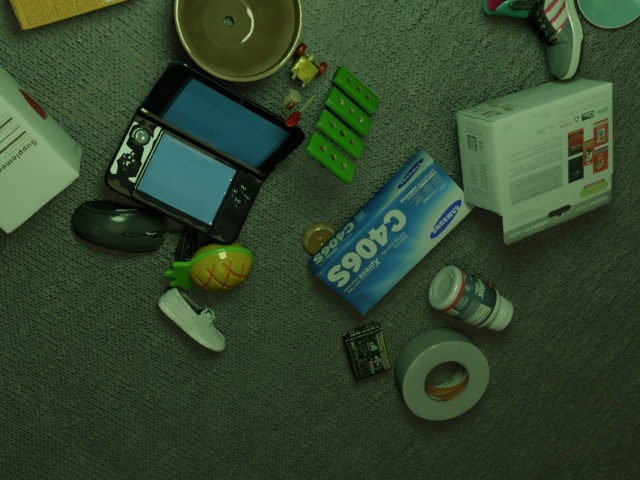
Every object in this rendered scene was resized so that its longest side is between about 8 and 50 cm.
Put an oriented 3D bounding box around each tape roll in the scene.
[{"bbox_3d":[0.290,0.320,1.943,0.219,0.072,0.219,-5,114,-11],"label":"tape roll"}]

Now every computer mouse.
[{"bbox_3d":[-0.358,-0.051,1.633,0.262,0.060,0.184,13,109,-19],"label":"computer mouse"}]

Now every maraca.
[{"bbox_3d":[-0.229,0.058,1.687,0.186,0.099,0.127,-14,144,-4],"label":"maraca"}]

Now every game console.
[{"bbox_3d":[-0.222,-0.156,1.551,0.293,0.173,0.250,27,81,-22],"label":"game console"}]

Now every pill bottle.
[{"bbox_3d":[0.348,0.139,1.861,0.180,0.108,0.108,26,104,-23],"label":"pill bottle"}]

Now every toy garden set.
[{"bbox_3d":[0.001,-0.249,1.569,0.204,0.244,0.049,38,139,-22],"label":"toy garden set"}]

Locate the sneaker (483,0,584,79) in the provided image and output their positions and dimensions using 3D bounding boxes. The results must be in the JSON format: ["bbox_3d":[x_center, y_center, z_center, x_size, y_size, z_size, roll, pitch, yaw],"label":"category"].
[{"bbox_3d":[0.419,-0.453,1.616,0.178,0.124,0.295,-17,108,-12],"label":"sneaker"}]

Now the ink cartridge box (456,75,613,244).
[{"bbox_3d":[0.457,-0.172,1.704,0.309,0.130,0.272,-19,115,-21],"label":"ink cartridge box"}]

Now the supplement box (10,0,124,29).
[{"bbox_3d":[-0.428,-0.446,1.440,0.233,0.078,0.080,-21,116,-5],"label":"supplement box"}]

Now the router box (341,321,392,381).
[{"bbox_3d":[0.109,0.259,1.891,0.092,0.038,0.122,-18,116,-5],"label":"router box"}]

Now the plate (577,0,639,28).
[{"bbox_3d":[0.612,-0.538,1.685,0.188,0.024,0.188,-5,113,-11],"label":"plate"}]

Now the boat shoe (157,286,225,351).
[{"bbox_3d":[-0.265,0.167,1.752,0.063,0.066,0.184,-44,106,8],"label":"boat shoe"}]

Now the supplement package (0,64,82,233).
[{"bbox_3d":[-0.593,-0.193,1.450,0.175,0.177,0.293,-39,116,4],"label":"supplement package"}]

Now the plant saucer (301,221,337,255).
[{"bbox_3d":[0.000,0.000,1.768,0.083,0.015,0.083,-5,113,-12],"label":"plant saucer"}]

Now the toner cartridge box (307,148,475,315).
[{"bbox_3d":[0.154,-0.015,1.757,0.348,0.075,0.165,-46,122,7],"label":"toner cartridge box"}]

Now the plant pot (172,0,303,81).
[{"bbox_3d":[-0.159,-0.409,1.489,0.237,0.110,0.237,-3,99,-20],"label":"plant pot"}]
